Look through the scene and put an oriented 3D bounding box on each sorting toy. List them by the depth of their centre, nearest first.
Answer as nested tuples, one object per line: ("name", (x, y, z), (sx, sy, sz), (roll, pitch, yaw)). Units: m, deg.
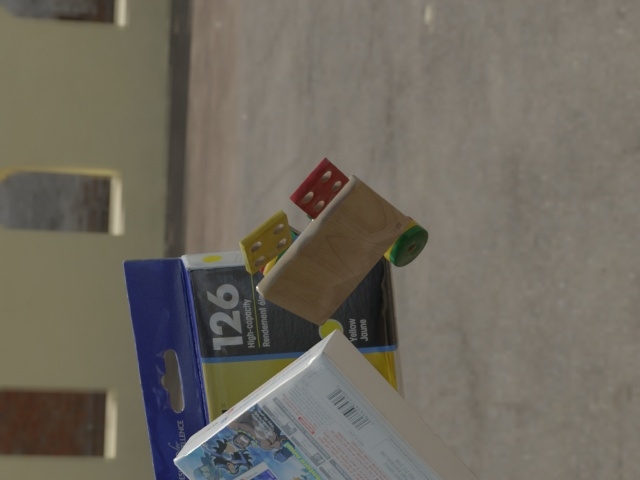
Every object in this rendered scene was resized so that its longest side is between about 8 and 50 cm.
("sorting toy", (0.000, 0.000, 1.312), (0.132, 0.046, 0.274), (-50, -27, 4))

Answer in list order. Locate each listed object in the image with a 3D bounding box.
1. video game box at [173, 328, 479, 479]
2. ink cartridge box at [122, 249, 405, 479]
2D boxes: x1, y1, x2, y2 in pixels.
("video game box", (0.014, 0.198, 1.175), (0.187, 0.205, 0.048), (-38, 8, 29))
("ink cartridge box", (-0.059, 0.161, 1.649), (0.072, 0.307, 0.304), (-77, -19, -74))
